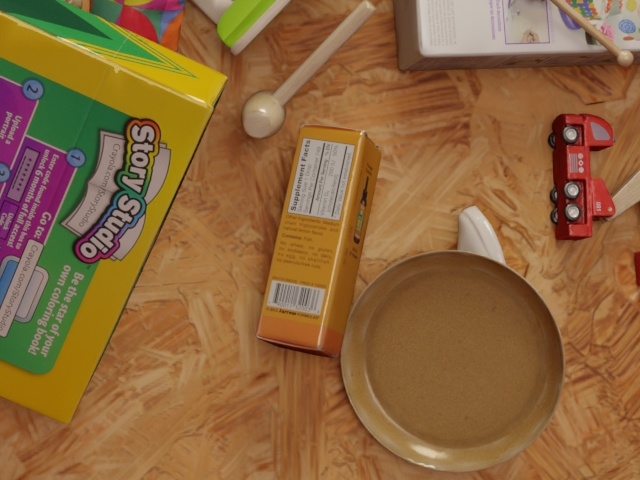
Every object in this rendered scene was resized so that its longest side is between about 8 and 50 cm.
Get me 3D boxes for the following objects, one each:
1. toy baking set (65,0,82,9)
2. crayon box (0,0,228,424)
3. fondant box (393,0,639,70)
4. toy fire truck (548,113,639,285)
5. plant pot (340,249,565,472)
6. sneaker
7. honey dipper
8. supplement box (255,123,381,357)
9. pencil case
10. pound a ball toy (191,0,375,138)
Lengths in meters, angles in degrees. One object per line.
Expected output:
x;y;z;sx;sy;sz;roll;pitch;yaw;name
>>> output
-0.287;-0.245;1.433;0.197;0.030;0.256;0;88;-10;toy baking set
-0.303;-0.050;1.286;0.313;0.106;0.363;24;113;-8;crayon box
0.245;-0.315;1.520;0.330;0.096;0.238;-3;86;-11;fondant box
0.328;-0.046;1.539;0.135;0.047;0.192;1;84;-13;toy fire truck
0.140;0.125;1.450;0.236;0.032;0.236;2;97;14;plant pot
0.161;0.072;1.485;0.094;0.080;0.212;-12;87;2;sneaker
0.269;-0.236;1.458;0.160;0.030;0.030;40;79;-11;honey dipper
0.000;0.000;1.441;0.080;0.078;0.233;11;82;18;supplement box
-0.193;-0.154;1.355;0.104;0.104;0.236;9;106;-11;pencil case
-0.023;-0.288;1.424;0.208;0.136;0.319;43;101;-9;pound a ball toy
